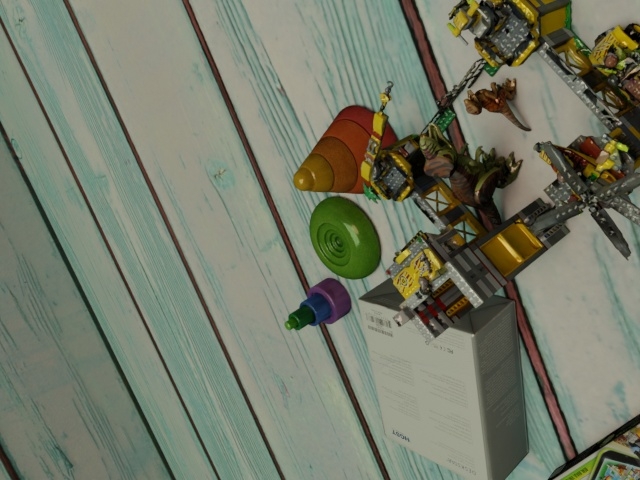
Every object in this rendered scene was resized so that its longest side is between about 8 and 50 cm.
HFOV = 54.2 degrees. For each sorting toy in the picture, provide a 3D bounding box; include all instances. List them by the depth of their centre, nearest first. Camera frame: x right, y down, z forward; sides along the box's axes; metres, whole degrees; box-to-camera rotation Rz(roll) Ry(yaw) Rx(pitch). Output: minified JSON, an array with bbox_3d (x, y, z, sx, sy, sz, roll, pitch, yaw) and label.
[{"bbox_3d":[0.000,0.000,0.849,0.127,0.126,0.365,38,138,28],"label":"sorting toy"}]

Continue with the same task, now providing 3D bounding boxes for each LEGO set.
[{"bbox_3d":[0.137,-0.057,0.583,0.255,0.192,0.331,57,144,5],"label":"LEGO set"}]

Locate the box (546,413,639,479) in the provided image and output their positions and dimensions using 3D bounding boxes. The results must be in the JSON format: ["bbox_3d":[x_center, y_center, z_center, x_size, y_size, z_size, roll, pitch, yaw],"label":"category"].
[{"bbox_3d":[0.347,0.269,0.685,0.114,0.036,0.207,45,142,20],"label":"box"}]

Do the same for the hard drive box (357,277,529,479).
[{"bbox_3d":[0.158,0.175,0.806,0.181,0.089,0.232,14,124,46],"label":"hard drive box"}]
